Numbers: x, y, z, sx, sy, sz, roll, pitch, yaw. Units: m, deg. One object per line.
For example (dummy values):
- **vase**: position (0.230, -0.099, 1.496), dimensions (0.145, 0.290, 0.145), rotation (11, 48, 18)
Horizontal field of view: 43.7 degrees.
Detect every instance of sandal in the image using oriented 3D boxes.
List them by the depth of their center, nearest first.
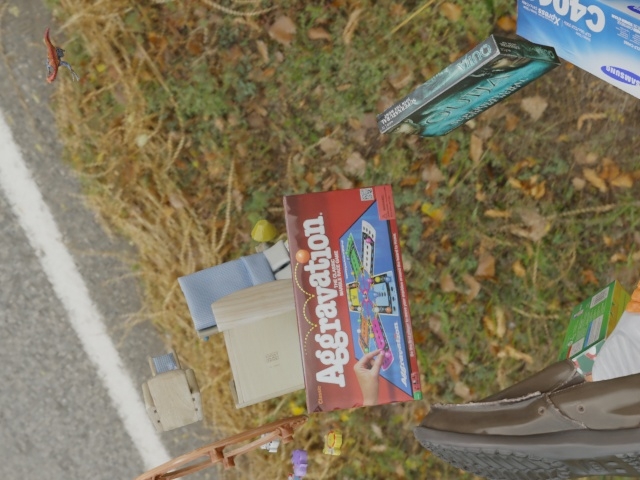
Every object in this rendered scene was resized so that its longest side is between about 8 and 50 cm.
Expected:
- **sandal**: position (0.516, 0.128, 1.230), dimensions (0.102, 0.076, 0.265), rotation (43, 105, 37)

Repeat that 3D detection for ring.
- **ring**: position (-0.174, 0.384, 1.411), dimensions (0.336, 0.337, 0.032), rotation (-42, 65, 47)

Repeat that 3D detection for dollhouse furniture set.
- **dollhouse furniture set**: position (-0.160, 0.082, 1.233), dimensions (0.198, 0.287, 0.303), rotation (86, 164, -44)

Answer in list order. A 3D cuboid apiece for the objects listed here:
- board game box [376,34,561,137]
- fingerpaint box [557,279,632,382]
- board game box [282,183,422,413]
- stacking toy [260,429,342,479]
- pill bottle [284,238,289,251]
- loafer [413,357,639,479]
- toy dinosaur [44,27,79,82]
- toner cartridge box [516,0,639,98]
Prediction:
- **board game box**: position (0.171, -0.176, 0.943), dimensions (0.186, 0.126, 0.026), rotation (-31, 71, 44)
- **fingerpaint box**: position (0.815, 0.353, 2.084), dimensions (0.163, 0.445, 0.371), rotation (-42, 88, 28)
- **board game box**: position (0.038, 0.072, 1.026), dimensions (0.145, 0.281, 0.027), rotation (-7, 168, -4)
- **stacking toy**: position (-0.046, 0.492, 1.617), dimensions (0.167, 0.221, 0.052), rotation (12, 170, -29)
- **pill bottle**: position (0.000, 0.000, 1.836), dimensions (0.117, 0.117, 0.208), rotation (42, 103, -2)
- **loafer**: position (0.292, 0.216, 0.969), dimensions (0.366, 0.130, 0.134), rotation (-8, 144, 29)
- **toy dinosaur**: position (-0.427, -0.282, 1.262), dimensions (0.047, 0.082, 0.090), rotation (-30, 112, 3)
- **toner cartridge box**: position (0.528, -0.415, 1.534), dimensions (0.348, 0.075, 0.165), rotation (43, 159, 39)
